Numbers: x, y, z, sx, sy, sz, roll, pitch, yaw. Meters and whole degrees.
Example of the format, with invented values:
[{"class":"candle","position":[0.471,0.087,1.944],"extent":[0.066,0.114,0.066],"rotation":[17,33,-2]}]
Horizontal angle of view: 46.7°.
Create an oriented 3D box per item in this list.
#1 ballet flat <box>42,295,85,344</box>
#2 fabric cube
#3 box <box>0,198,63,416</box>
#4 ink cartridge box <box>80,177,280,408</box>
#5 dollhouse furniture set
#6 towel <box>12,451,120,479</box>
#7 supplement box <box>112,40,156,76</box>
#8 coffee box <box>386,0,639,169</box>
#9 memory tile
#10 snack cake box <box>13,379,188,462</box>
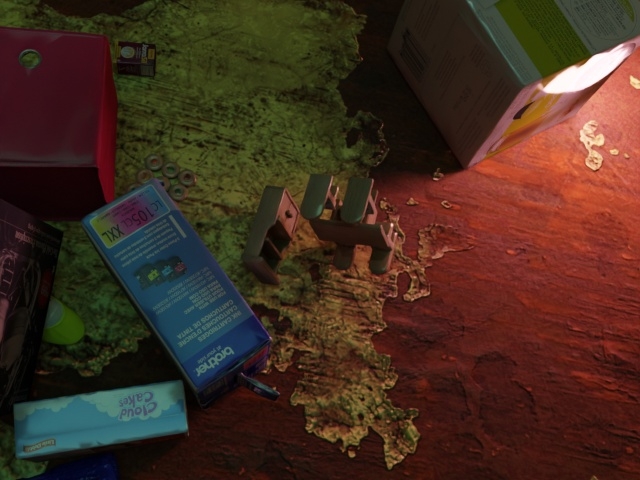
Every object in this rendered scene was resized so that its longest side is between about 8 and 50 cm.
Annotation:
[{"class":"ballet flat","position":[-0.525,0.108,1.316],"extent":[0.231,0.077,0.077],"rotation":[34,68,4]},{"class":"fabric cube","position":[-0.506,-0.198,1.334],"extent":[0.254,0.259,0.258],"rotation":[1,70,-10]},{"class":"box","position":[-0.541,0.100,1.105],"extent":[0.179,0.343,0.312],"rotation":[10,82,-3]},{"class":"ink cartridge box","position":[-0.219,0.126,1.256],"extent":[0.151,0.270,0.395],"rotation":[-32,78,-15]},{"class":"dollhouse furniture set","position":[0.000,0.000,1.378],"extent":[0.242,0.212,0.161],"rotation":[6,65,21]},{"class":"towel","position":[-0.460,0.474,1.168],"extent":[0.308,0.076,0.228],"rotation":[-13,56,-14]},{"class":"supplement box","position":[-0.384,-0.376,1.534],"extent":[0.083,0.043,0.055],"rotation":[2,68,-9]},{"class":"coffee box","position":[0.390,-0.414,1.517],"extent":[0.334,0.337,0.338],"rotation":[-26,76,-17]},{"class":"memory tile","position":[-0.322,-0.095,1.459],"extent":[0.113,0.012,0.148],"rotation":[26,69,1]},{"class":"snack cake box","position":[-0.355,0.301,1.233],"extent":[0.264,0.152,0.089],"rotation":[-6,72,-12]}]
